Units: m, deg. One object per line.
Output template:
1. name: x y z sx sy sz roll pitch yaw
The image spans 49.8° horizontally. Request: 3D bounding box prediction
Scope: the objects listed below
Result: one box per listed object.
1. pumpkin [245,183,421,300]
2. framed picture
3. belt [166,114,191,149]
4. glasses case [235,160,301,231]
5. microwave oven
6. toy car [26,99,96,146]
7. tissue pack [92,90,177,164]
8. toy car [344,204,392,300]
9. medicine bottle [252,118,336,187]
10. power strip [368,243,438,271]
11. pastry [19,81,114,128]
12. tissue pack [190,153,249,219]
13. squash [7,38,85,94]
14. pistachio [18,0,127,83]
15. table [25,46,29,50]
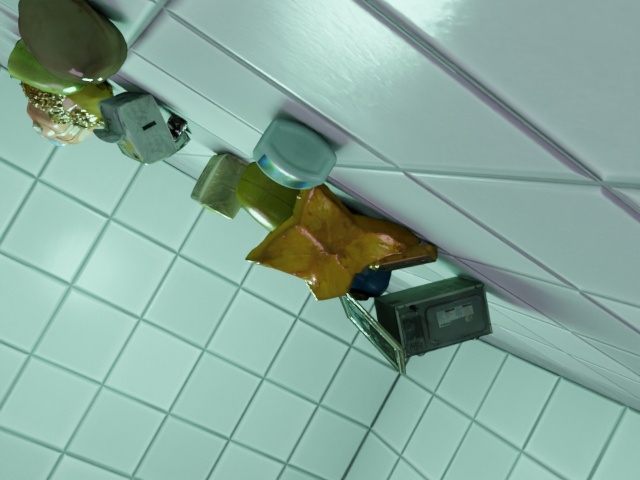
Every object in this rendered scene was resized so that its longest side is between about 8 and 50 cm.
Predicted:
1. pumpkin: 0.025 0.015 1.512 0.290 0.258 0.095 32 -162 -13
2. framed picture: 0.123 0.223 1.693 0.232 0.019 0.296 45 170 22
3. belt: -0.386 -0.279 1.841 0.053 0.071 0.232 47 172 -4
4. glasses case: -0.087 -0.073 1.846 0.173 0.141 0.371 26 176 27
5. microwave oven: 0.282 0.192 1.728 0.241 0.145 0.194 -13 -170 -14
6. toy car: -0.801 -0.404 2.160 0.181 0.212 0.270 28 176 6
7. tissue pack: -0.478 -0.271 1.709 0.229 0.145 0.159 26 141 58
8. toy car: 0.084 0.023 1.694 0.314 0.198 0.166 30 152 -34
9. medicine bottle: -0.052 -0.138 1.166 0.121 0.083 0.229 31 175 -9
10. power strip: 0.184 0.043 1.566 0.178 0.028 0.049 -14 150 33
11. pastry: -0.700 -0.400 1.892 0.255 0.161 0.311 34 173 -34
12. tissue pack: -0.280 -0.158 1.985 0.125 0.159 0.234 30 176 -18
13. squash: -0.647 -0.415 1.676 0.187 0.123 0.123 23 175 10
14. pistachio: -0.390 -0.318 1.075 0.226 0.135 0.136 35 180 29
15. table: -0.514 -0.387 1.311 0.062 0.079 0.083 29 175 -24
